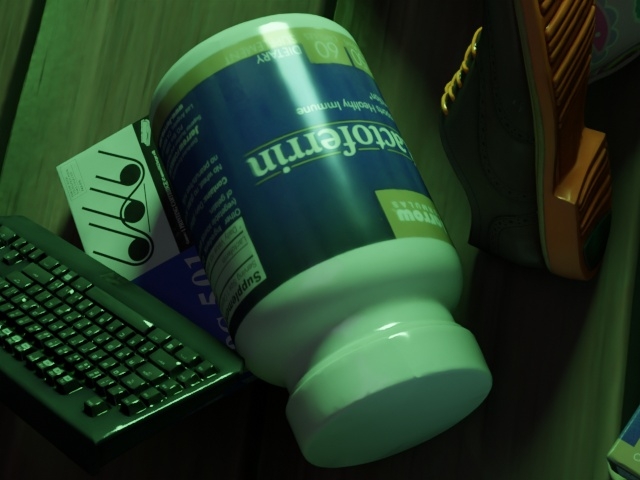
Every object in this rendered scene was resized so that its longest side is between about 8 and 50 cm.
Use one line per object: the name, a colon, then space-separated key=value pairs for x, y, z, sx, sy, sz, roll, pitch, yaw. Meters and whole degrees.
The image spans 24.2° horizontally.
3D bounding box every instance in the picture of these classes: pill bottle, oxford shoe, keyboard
pill bottle: x=0.000 y=0.000 z=0.951 sx=0.153 sy=0.153 sz=0.265 roll=-28 pitch=65 yaw=10
oxford shoe: x=0.110 y=-0.091 z=0.891 sx=0.098 sy=0.271 sz=0.097 roll=7 pitch=37 yaw=27
keyboard: x=-0.211 y=0.065 z=0.957 sx=0.201 sy=0.033 sz=0.317 roll=-31 pitch=35 yaw=-27

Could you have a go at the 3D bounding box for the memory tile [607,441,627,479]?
memory tile: x=0.237 y=0.175 z=0.876 sx=0.113 sy=0.012 sz=0.148 roll=-18 pitch=66 yaw=14

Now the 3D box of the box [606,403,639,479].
box: x=0.285 y=0.072 z=0.871 sx=0.136 sy=0.036 sz=0.225 roll=30 pitch=78 yaw=27

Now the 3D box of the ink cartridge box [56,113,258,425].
ink cartridge box: x=-0.108 y=0.016 z=1.047 sx=0.097 sy=0.046 sz=0.207 roll=-29 pitch=64 yaw=11

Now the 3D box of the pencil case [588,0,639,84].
pencil case: x=0.129 y=-0.233 z=0.998 sx=0.124 sy=0.124 sz=0.284 roll=-33 pitch=61 yaw=8
